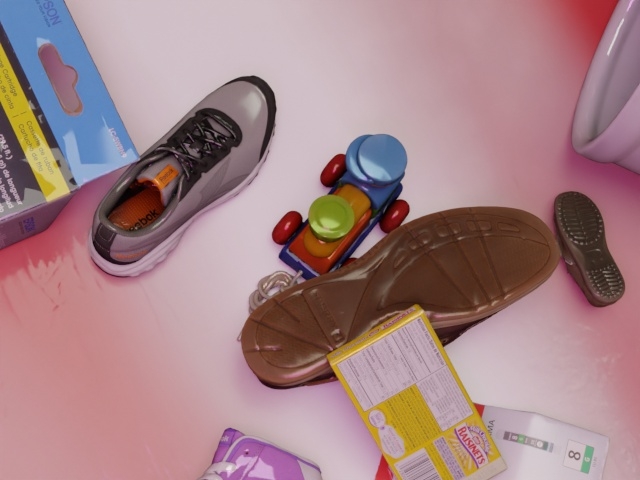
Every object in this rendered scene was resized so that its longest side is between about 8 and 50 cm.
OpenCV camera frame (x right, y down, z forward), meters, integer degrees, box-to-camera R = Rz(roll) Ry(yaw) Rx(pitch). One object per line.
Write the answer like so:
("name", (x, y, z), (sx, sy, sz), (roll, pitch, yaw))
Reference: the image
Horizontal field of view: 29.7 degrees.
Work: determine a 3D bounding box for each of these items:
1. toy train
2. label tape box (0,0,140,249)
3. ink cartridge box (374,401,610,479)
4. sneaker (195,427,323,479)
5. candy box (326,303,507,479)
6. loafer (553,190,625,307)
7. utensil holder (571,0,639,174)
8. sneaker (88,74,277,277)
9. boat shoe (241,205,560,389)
("toy train", (0.000, 0.000, 1.260), (0.105, 0.143, 0.248), (38, 73, 5))
("label tape box", (-0.388, -0.103, 1.263), (0.334, 0.106, 0.240), (-24, 78, -14))
("ink cartridge box", (0.172, 0.258, 1.254), (0.225, 0.056, 0.181), (19, 72, -3))
("sneaker", (-0.129, 0.269, 1.195), (0.282, 0.102, 0.161), (1, 70, -18))
("candy box", (0.098, 0.172, 1.198), (0.105, 0.027, 0.206), (-30, 111, -3))
("loafer", (0.292, 0.013, 1.344), (0.056, 0.050, 0.148), (-4, 59, -12))
("utensil holder", (0.514, -0.165, 1.282), (0.385, 0.327, 0.327), (24, 72, -1))
("sneaker", (-0.140, -0.075, 1.286), (0.100, 0.108, 0.271), (38, 72, 7))
("boat shoe", (0.084, 0.071, 1.262), (0.342, 0.123, 0.123), (-25, 66, -7))
